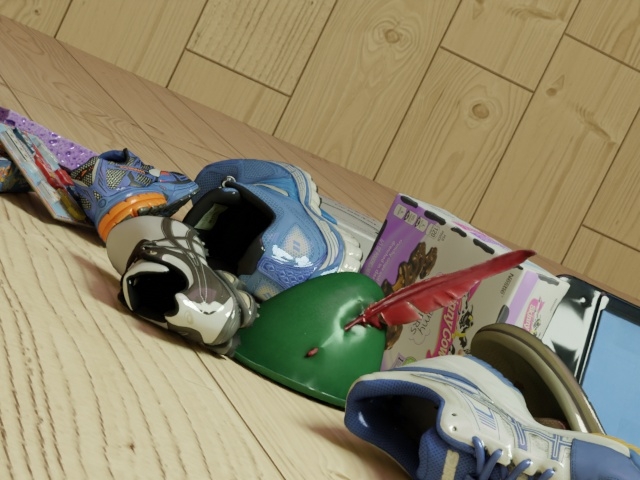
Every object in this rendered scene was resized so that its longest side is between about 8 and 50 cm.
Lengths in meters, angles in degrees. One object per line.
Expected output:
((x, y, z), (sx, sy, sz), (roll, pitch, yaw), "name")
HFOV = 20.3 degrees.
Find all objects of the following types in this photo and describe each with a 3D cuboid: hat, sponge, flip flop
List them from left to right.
((-0.279, -0.094, 1.887), (0.210, 0.031, 0.117), (27, -5, -40), "sponge")
((0.028, 0.035, 1.544), (0.208, 0.184, 0.173), (19, 9, -43), "hat")
((0.186, 0.174, 1.411), (0.277, 0.080, 0.112), (58, -7, 35), "flip flop")

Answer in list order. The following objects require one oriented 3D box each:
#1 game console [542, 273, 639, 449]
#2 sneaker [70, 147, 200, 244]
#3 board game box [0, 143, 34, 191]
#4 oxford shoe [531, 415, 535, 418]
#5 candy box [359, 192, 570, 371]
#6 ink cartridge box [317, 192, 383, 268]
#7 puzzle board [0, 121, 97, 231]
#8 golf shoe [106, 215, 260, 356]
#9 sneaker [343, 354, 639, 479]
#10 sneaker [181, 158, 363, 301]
((0.341, 0.181, 1.700), (0.293, 0.250, 0.173), (24, -19, -16), "game console")
((-0.183, -0.054, 1.764), (0.087, 0.083, 0.221), (52, 8, 3), "sneaker")
((-0.357, -0.089, 1.690), (0.136, 0.035, 0.201), (27, 7, 10), "board game box")
((0.179, 0.185, 1.517), (0.096, 0.083, 0.227), (-15, 38, -38), "oxford shoe")
((0.119, 0.069, 1.702), (0.070, 0.165, 0.196), (19, 9, -42), "candy box")
((0.000, 0.000, 2.107), (0.148, 0.086, 0.203), (25, 8, -3), "ink cartridge box")
((-0.264, -0.064, 1.719), (0.128, 0.011, 0.096), (52, 11, 19), "puzzle board")
((-0.136, 0.023, 1.493), (0.094, 0.077, 0.198), (19, 9, -44), "golf shoe")
((0.135, 0.179, 1.308), (0.131, 0.112, 0.296), (-1, 19, -42), "sneaker")
((-0.077, -0.025, 1.846), (0.147, 0.130, 0.330), (25, 7, -27), "sneaker")
